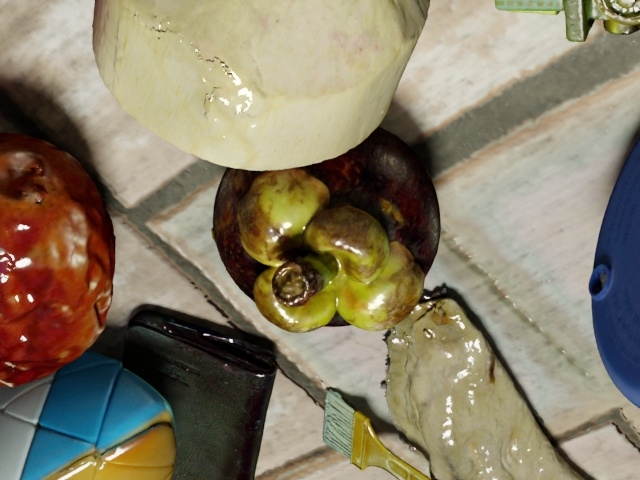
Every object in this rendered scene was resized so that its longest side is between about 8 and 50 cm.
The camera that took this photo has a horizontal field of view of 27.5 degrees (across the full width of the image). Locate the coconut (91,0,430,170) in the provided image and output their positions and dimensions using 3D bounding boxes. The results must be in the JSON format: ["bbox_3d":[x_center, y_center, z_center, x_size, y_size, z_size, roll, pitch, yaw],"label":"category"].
[{"bbox_3d":[-0.048,-0.167,0.939,0.259,0.259,0.259,8,130,10],"label":"coconut"}]

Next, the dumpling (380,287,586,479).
[{"bbox_3d":[0.142,0.202,1.288,0.166,0.086,0.332,-24,116,28],"label":"dumpling"}]

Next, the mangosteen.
[{"bbox_3d":[0.000,0.000,1.073,0.192,0.217,0.192,6,123,9],"label":"mangosteen"}]

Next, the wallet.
[{"bbox_3d":[-0.144,0.209,1.401,0.172,0.045,0.318,19,133,6],"label":"wallet"}]

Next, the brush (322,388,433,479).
[{"bbox_3d":[0.080,0.230,1.303,0.218,0.010,0.082,33,140,32],"label":"brush"}]

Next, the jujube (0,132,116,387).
[{"bbox_3d":[-0.282,0.024,1.198,0.197,0.197,0.290,18,145,1],"label":"jujube"}]

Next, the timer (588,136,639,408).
[{"bbox_3d":[0.432,0.040,0.987,0.384,0.270,0.270,15,133,-16],"label":"timer"}]

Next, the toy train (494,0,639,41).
[{"bbox_3d":[0.174,-0.244,0.908,0.137,0.090,0.225,5,130,22],"label":"toy train"}]

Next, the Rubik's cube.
[{"bbox_3d":[-0.249,0.212,1.357,0.254,0.254,0.254,8,130,10],"label":"Rubik's cube"}]
